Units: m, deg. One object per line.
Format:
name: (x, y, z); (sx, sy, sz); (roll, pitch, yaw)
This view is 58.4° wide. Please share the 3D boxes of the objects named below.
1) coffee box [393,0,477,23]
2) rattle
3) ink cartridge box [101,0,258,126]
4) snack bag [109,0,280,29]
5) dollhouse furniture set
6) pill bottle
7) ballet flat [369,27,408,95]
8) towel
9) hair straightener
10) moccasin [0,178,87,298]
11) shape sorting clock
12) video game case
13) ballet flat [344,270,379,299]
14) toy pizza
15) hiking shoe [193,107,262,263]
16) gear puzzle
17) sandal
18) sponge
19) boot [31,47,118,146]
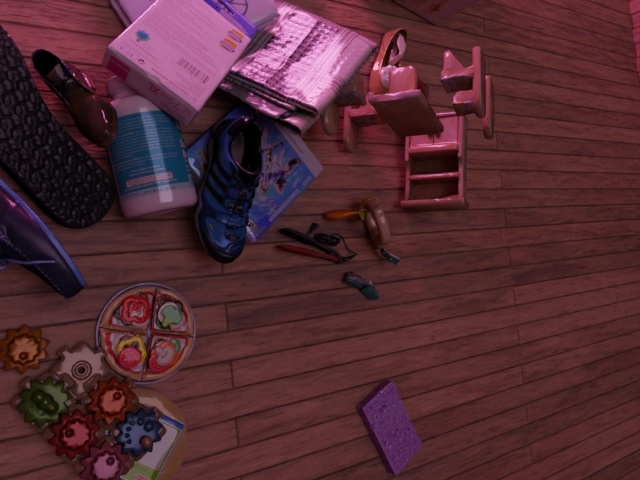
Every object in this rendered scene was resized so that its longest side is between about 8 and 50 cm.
coffee box: (0.330, -0.853, 1.528); (0.335, 0.338, 0.338); (14, 76, -33)
rattle: (0.113, -0.002, 1.450); (0.143, 0.130, 0.199); (-31, 129, -23)
ink cartridge box: (-0.258, -0.380, 1.112); (0.186, 0.065, 0.311); (35, 52, -16)
snack bag: (-0.301, -0.559, 1.207); (0.323, 0.037, 0.342); (-35, 97, -23)
dollhouse furniture set: (0.240, -0.241, 1.402); (0.394, 0.362, 0.256); (24, 67, -62)
pill bottle: (-0.336, -0.182, 1.104); (0.146, 0.146, 0.263); (-15, 94, -35)
ballet flat: (0.187, -0.477, 1.549); (0.080, 0.073, 0.232); (21, 74, -31)
towel: (-0.079, -0.402, 1.260); (0.312, 0.056, 0.324); (30, 64, 13)
hair straightener: (0.000, 0.000, 1.380); (0.231, 0.047, 0.089); (15, 77, -33)
moccasin: (-0.549, -0.020, 0.967); (0.342, 0.138, 0.117); (47, 65, -6)
shape sorting clock: (-0.358, 0.387, 1.090); (0.206, 0.040, 0.206); (7, 74, -28)
video game case: (-0.153, -0.169, 1.285); (0.244, 0.061, 0.269); (51, 60, -19)
ballet flat: (0.109, 0.110, 1.453); (0.114, 0.041, 0.041); (33, 67, -29)
toy pizza: (-0.338, 0.183, 1.132); (0.201, 0.032, 0.201); (5, 82, -35)
hiking shoe: (-0.180, -0.106, 1.143); (0.113, 0.132, 0.303); (4, 86, -32)
gear puzzle: (-0.433, 0.280, 1.023); (0.175, 0.044, 0.339); (-44, 100, -30)
sandal: (-0.548, -0.203, 1.000); (0.167, 0.107, 0.445); (-47, 123, -30)
sponge: (0.179, 0.478, 1.464); (0.117, 0.031, 0.210); (-33, 103, -33)
boot: (-0.438, -0.251, 1.007); (0.082, 0.219, 0.106); (-44, 148, 6)
